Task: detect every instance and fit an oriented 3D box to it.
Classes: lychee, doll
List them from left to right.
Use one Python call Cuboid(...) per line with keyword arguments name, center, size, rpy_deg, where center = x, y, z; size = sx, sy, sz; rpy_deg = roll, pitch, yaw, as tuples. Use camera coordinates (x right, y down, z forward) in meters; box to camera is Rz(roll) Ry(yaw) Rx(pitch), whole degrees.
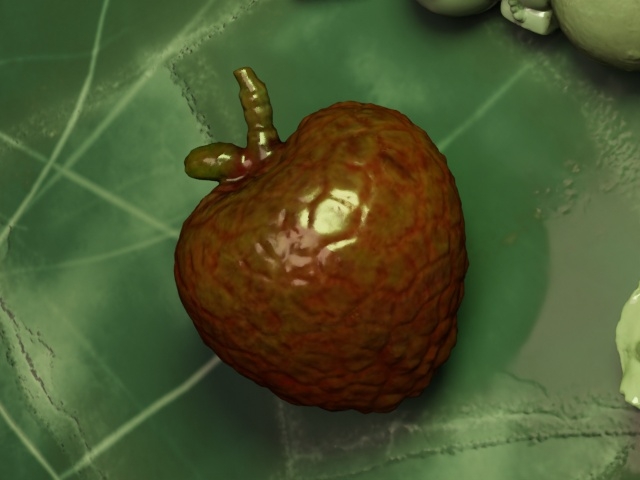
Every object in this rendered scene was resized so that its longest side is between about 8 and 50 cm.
Cuboid(name="lychee", center=(0.000, 0.000, 1.225), size=(0.255, 0.255, 0.300), rpy_deg=(-31, 111, 19))
Cuboid(name="doll", center=(0.187, -0.226, 1.231), size=(0.287, 0.151, 0.151), rpy_deg=(15, 91, 33))

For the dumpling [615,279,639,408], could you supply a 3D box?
Cuboid(name="dumpling", center=(0.307, 0.058, 1.157), size=(0.188, 0.108, 0.127), rpy_deg=(-34, 52, 8))
